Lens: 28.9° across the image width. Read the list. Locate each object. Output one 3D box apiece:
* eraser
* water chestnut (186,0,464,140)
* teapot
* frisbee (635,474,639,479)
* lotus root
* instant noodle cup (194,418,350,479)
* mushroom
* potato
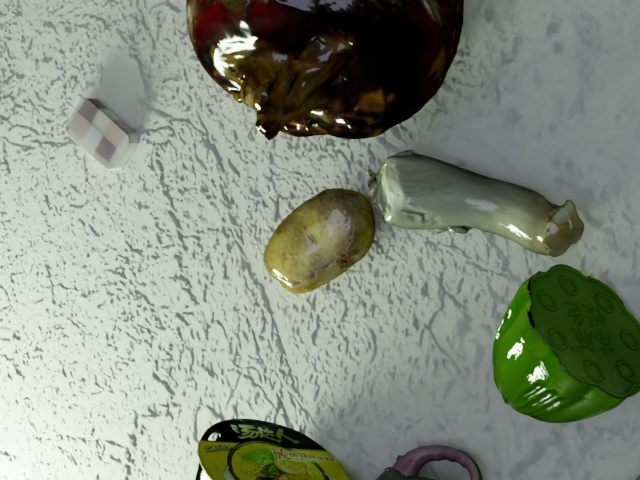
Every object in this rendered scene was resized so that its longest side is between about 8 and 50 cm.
[{"bbox_3d":[-0.314,-0.153,1.784,0.105,0.026,0.065,42,112,18],"label":"eraser"},{"bbox_3d":[-0.007,-0.239,1.464,0.335,0.335,0.347,1,57,26],"label":"water chestnut"},{"bbox_3d":[0.126,0.331,1.546,0.146,0.116,0.148,24,107,34],"label":"teapot"},{"bbox_3d":[0.414,0.314,1.453,0.110,0.014,0.110,2,94,27],"label":"frisbee"},{"bbox_3d":[0.264,0.145,1.450,0.186,0.186,0.186,2,94,26],"label":"lotus root"},{"bbox_3d":[-0.091,0.384,1.618,0.215,0.215,0.236,30,114,22],"label":"instant noodle cup"},{"bbox_3d":[0.183,-0.044,1.506,0.278,0.096,0.099,15,100,21],"label":"mushroom"},{"bbox_3d":[0.000,0.000,1.605,0.170,0.080,0.107,-42,67,20],"label":"potato"}]
